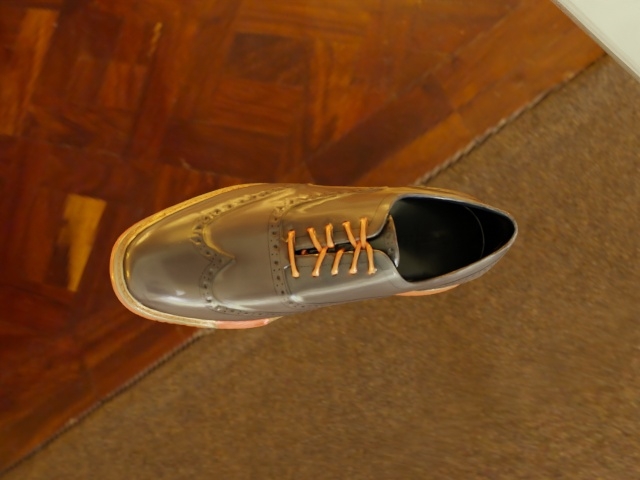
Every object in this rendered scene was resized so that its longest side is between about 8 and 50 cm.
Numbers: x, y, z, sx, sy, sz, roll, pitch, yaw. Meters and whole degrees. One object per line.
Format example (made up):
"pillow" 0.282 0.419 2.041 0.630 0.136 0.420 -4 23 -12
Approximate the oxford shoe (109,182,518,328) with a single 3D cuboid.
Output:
"oxford shoe" 0.000 0.000 0.774 0.098 0.272 0.096 161 100 -67

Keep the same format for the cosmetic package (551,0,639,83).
"cosmetic package" 0.232 -0.051 0.398 0.385 0.217 0.156 47 111 18
